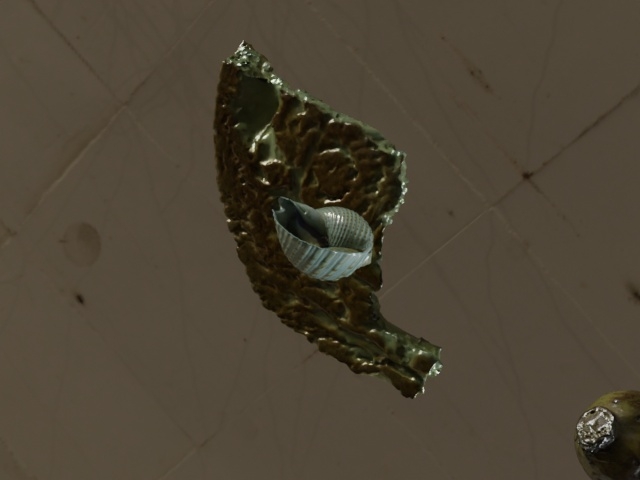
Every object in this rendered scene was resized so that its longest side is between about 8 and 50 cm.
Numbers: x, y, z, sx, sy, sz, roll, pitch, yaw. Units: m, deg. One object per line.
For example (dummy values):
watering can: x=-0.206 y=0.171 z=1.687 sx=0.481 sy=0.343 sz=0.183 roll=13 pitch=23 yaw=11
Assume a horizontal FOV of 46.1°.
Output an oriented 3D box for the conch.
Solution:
conch: x=0.000 y=0.004 z=0.584 sx=0.085 sy=0.076 sz=0.057 roll=12 pitch=-64 yaw=-3

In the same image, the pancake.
pancake: x=0.005 y=-0.030 z=0.700 sx=0.197 sy=0.054 sz=0.377 roll=-28 pitch=-97 yaw=31

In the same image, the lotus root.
lotus root: x=0.279 y=0.178 z=0.642 sx=0.080 sy=0.179 sz=0.089 roll=-19 pitch=-122 yaw=50
